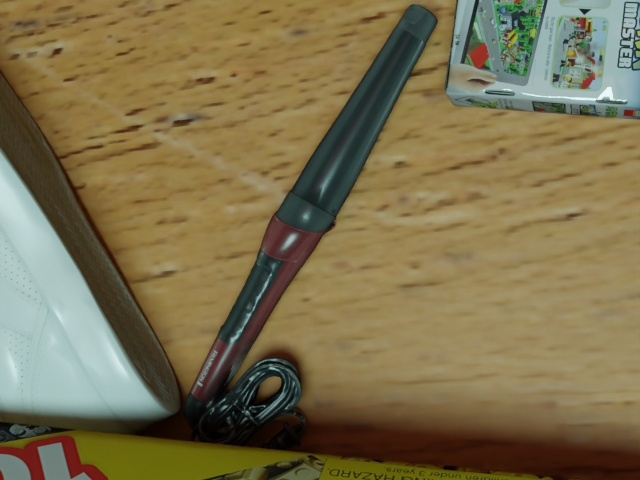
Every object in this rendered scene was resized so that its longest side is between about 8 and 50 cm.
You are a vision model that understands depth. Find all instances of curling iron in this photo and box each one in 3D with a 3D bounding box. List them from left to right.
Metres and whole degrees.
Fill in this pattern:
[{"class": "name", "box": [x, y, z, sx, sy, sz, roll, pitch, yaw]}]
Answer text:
[{"class": "curling iron", "box": [0.000, 0.000, 0.581, 0.068, 0.035, 0.274, 23, 89, 3]}]

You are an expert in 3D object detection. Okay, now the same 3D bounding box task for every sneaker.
[{"class": "sneaker", "box": [-0.221, 0.009, 0.596, 0.169, 0.108, 0.292, -31, 80, 6]}]

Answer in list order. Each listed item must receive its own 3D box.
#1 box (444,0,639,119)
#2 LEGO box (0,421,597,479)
[{"class": "box", "box": [0.135, -0.171, 0.559, 0.114, 0.036, 0.206, 7, 87, 14]}, {"class": "LEGO box", "box": [-0.052, 0.252, 0.370, 0.501, 0.372, 0.193, 3, 114, 11]}]
